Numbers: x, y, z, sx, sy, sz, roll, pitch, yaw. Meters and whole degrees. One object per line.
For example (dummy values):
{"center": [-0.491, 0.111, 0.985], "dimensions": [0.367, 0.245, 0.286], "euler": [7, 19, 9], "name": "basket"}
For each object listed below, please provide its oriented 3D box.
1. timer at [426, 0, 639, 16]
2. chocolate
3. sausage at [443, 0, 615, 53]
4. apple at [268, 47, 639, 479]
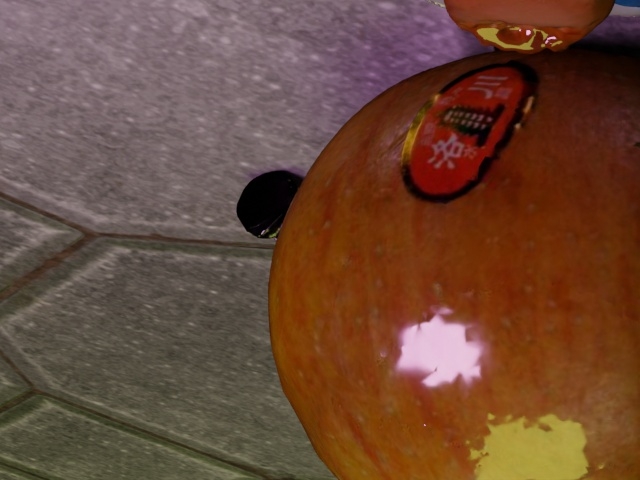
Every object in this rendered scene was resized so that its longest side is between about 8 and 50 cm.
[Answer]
{"center": [0.127, -0.200, 1.013], "dimensions": [0.208, 0.069, 0.191], "euler": [5, 154, 18], "name": "timer"}
{"center": [-0.003, 0.000, 1.500], "dimensions": [0.072, 0.070, 0.147], "euler": [-8, 144, 46], "name": "chocolate"}
{"center": [0.092, -0.236, 0.846], "dimensions": [0.097, 0.094, 0.348], "euler": [2, 137, 12], "name": "sausage"}
{"center": [0.158, 0.061, 1.236], "dimensions": [0.400, 0.333, 0.400], "euler": [11, 155, 5], "name": "apple"}
